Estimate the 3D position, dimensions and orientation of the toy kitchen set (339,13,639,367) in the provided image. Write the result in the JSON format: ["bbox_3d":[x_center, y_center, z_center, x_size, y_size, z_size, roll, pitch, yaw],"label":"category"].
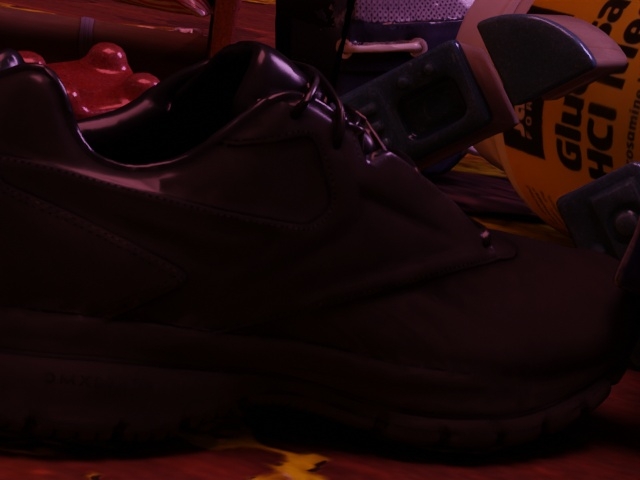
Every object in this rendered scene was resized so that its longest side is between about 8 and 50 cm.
[{"bbox_3d":[0.051,0.006,0.815,0.207,0.166,0.122,-27,-5,24],"label":"toy kitchen set"}]

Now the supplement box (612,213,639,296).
[{"bbox_3d":[0.320,-0.017,0.654,0.356,0.194,0.195,22,15,17],"label":"supplement box"}]

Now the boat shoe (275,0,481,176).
[{"bbox_3d":[0.105,-0.120,1.255,0.340,0.158,0.127,4,3,-36],"label":"boat shoe"}]

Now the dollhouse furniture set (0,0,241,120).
[{"bbox_3d":[-0.151,-0.078,0.966,0.201,0.152,0.374,9,28,-3],"label":"dollhouse furniture set"}]

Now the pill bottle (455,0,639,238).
[{"bbox_3d":[0.211,-0.069,0.985,0.187,0.188,0.334,3,12,-27],"label":"pill bottle"}]

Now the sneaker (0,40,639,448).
[{"bbox_3d":[0.000,0.000,0.624,0.286,0.130,0.109,3,10,-33],"label":"sneaker"}]
